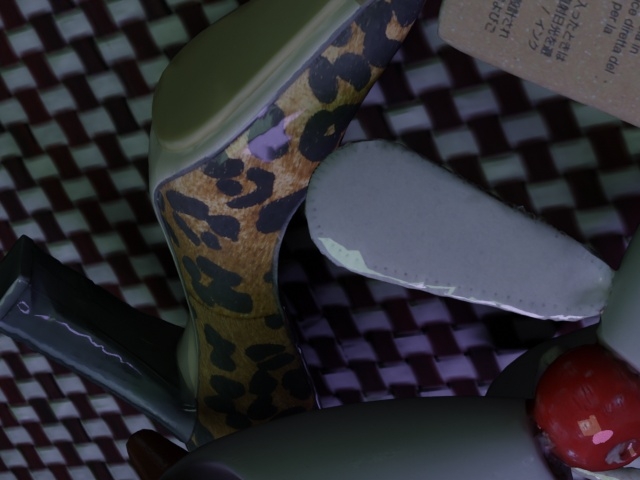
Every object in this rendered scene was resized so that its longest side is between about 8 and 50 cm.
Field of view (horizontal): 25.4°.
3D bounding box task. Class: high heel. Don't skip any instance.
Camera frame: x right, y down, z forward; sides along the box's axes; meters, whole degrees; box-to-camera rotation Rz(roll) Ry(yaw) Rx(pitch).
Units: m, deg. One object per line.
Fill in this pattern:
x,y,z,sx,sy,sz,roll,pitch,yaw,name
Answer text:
0.000,0.000,0.608,0.186,0.093,0.261,33,123,-26,high heel

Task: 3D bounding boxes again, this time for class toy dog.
0.034,0.066,0.549,0.161,0.333,0.220,57,171,44,toy dog

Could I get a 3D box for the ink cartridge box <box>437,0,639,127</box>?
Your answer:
0.159,-0.132,0.395,0.193,0.088,0.235,25,130,10,ink cartridge box
